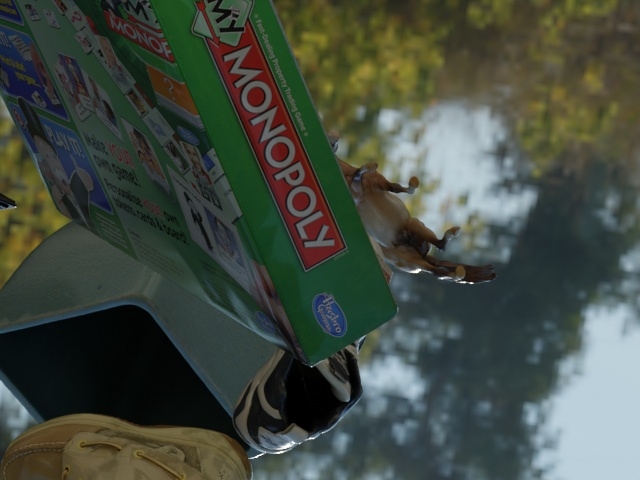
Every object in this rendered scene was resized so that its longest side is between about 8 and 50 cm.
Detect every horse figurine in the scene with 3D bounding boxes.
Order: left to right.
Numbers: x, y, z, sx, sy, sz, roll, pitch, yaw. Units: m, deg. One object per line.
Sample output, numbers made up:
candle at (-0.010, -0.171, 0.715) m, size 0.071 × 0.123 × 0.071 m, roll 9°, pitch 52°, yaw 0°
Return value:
horse figurine at (0.094, -0.028, 2.328) m, size 0.263 × 0.066 × 0.174 m, roll 47°, pitch 162°, yaw -18°

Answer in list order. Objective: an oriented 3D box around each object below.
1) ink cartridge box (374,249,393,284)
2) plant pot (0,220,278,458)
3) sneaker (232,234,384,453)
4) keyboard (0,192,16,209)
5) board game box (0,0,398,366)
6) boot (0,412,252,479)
ink cartridge box at (0.000, 0.000, 1.712) m, size 0.135 × 0.056 × 0.099 m, roll 50°, pitch -173°, yaw -2°
plant pot at (-0.179, 0.077, 2.094) m, size 0.248 × 0.247 × 0.252 m, roll -13°, pitch -143°, yaw 32°
sneaker at (0.011, 0.096, 1.822) m, size 0.094 × 0.235 × 0.153 m, roll 39°, pitch 166°, yaw -16°
keyboard at (-0.427, -0.031, 2.073) m, size 0.192 × 0.038 × 0.100 m, roll -8°, pitch 156°, yaw 33°
board game box at (-0.091, -0.083, 0.826) m, size 0.046 × 0.213 × 0.317 m, roll -29°, pitch -158°, yaw -17°
boot at (-0.215, 0.255, 1.761) m, size 0.262 × 0.095 × 0.203 m, roll 1°, pitch -149°, yaw 25°
